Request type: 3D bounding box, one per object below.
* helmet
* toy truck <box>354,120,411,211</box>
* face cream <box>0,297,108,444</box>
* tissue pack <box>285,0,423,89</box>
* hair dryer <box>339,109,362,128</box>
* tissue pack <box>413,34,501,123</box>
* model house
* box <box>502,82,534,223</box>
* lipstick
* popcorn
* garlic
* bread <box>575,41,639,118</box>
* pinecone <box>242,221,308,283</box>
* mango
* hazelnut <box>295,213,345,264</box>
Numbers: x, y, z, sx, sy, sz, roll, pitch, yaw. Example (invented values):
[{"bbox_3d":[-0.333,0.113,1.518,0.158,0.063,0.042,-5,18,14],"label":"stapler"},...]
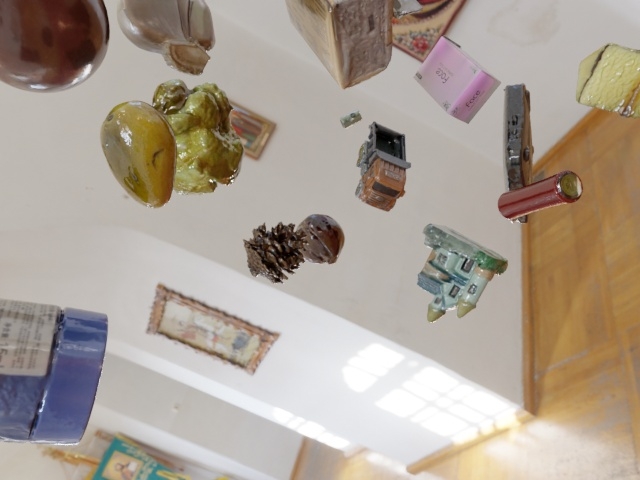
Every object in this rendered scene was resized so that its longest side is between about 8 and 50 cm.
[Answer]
[{"bbox_3d":[-0.575,-0.439,0.979,0.337,0.230,0.385,-33,-9,-13],"label":"helmet"},{"bbox_3d":[0.126,-0.155,0.980,0.092,0.083,0.192,125,159,-46],"label":"toy truck"},{"bbox_3d":[-0.534,0.237,0.889,0.249,0.224,0.249,-39,43,49],"label":"face cream"},{"bbox_3d":[0.062,-0.532,1.070,0.239,0.238,0.306,-58,47,38],"label":"tissue pack"},{"bbox_3d":[0.096,-0.370,1.454,0.063,0.038,0.124,-27,6,-1],"label":"hair dryer"},{"bbox_3d":[0.390,-0.471,1.412,0.149,0.092,0.247,-54,36,28],"label":"tissue pack"},{"bbox_3d":[0.423,0.144,1.626,0.194,0.267,0.325,2,-64,-55],"label":"model house"},{"bbox_3d":[0.635,-0.273,1.562,0.359,0.090,0.351,54,-139,-50],"label":"box"},{"bbox_3d":[0.542,-0.109,1.217,0.080,0.080,0.241,-66,9,-11],"label":"lipstick"},{"bbox_3d":[-0.306,-0.242,1.182,0.225,0.277,0.276,-28,-1,-13],"label":"popcorn"},{"bbox_3d":[-0.455,-0.642,1.433,0.132,0.278,0.326,-43,61,45],"label":"garlic"},{"bbox_3d":[0.829,-0.428,1.276,0.178,0.265,0.142,100,-177,-52],"label":"bread"},{"bbox_3d":[-0.108,0.026,1.214,0.174,0.173,0.174,-62,8,15],"label":"pinecone"},{"bbox_3d":[-0.312,-0.144,0.851,0.098,0.137,0.195,-46,-45,-53],"label":"mango"},{"bbox_3d":[-0.006,-0.005,1.591,0.202,0.170,0.161,65,-131,-80],"label":"hazelnut"}]
